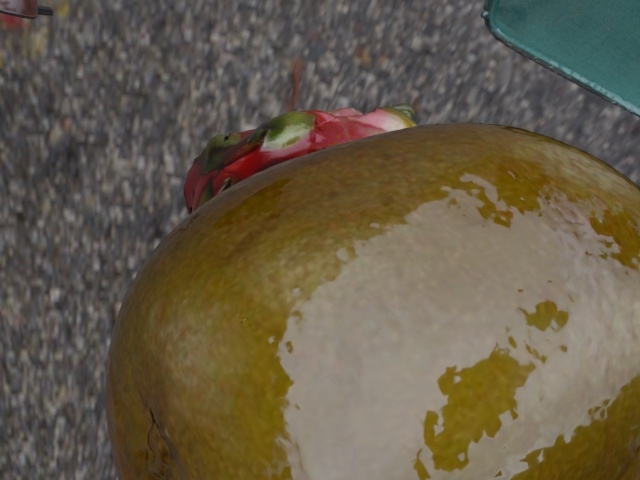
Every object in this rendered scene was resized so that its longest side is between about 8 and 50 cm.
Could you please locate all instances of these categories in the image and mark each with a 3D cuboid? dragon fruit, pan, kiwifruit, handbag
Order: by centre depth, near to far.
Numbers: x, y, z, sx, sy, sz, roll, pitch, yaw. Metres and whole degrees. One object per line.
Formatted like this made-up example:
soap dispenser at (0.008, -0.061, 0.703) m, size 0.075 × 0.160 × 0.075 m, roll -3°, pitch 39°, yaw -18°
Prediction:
kiwifruit at (0.038, 0.051, 0.654) m, size 0.234 × 0.196 × 0.196 m, roll -21°, pitch 77°, yaw -33°
pan at (-0.199, -0.160, 1.096) m, size 0.068 × 0.115 × 0.023 m, roll 23°, pitch 100°, yaw 17°
handbag at (0.292, -0.229, 1.347) m, size 0.268 × 0.274 × 0.100 m, roll 22°, pitch 41°, yaw -25°
dragon fruit at (0.001, 0.012, 1.392) m, size 0.231 × 0.303 × 0.237 m, roll -10°, pitch 81°, yaw -11°
